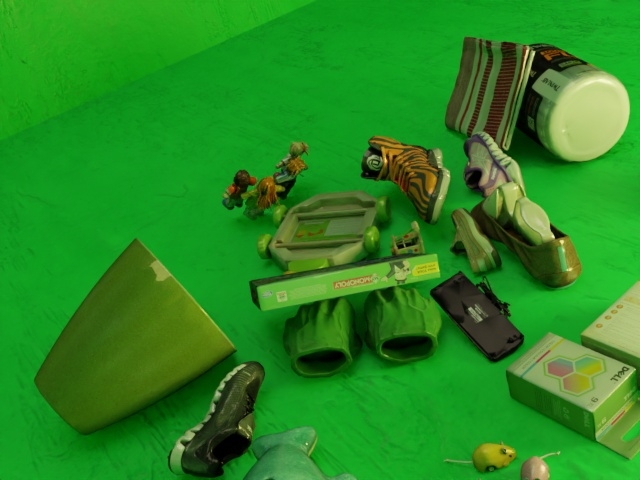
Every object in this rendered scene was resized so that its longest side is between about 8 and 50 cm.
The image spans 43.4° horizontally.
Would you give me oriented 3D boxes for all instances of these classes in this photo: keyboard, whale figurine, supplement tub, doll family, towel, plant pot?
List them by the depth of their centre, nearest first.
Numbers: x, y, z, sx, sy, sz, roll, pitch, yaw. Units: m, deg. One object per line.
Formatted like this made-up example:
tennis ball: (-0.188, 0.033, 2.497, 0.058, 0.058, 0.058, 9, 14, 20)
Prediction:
whale figurine: (-0.054, 0.346, 1.119, 0.216, 0.141, 0.272, -14, 30, 6)
keyboard: (0.281, 0.131, 1.397, 0.100, 0.038, 0.192, -30, 48, -9)
plant pot: (-0.349, 0.193, 1.433, 0.293, 0.275, 0.274, -42, 36, -11)
supplement tub: (0.534, -0.331, 1.854, 0.207, 0.207, 0.338, -20, 31, -6)
doll family: (-0.104, -0.135, 1.908, 0.263, 0.163, 0.118, -33, 78, -30)
towel: (0.390, -0.356, 1.909, 0.037, 0.237, 0.329, 7, 15, -16)

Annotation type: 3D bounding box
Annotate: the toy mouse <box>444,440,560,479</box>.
toy mouse: (0.257, 0.328, 1.101, 0.160, 0.031, 0.143, -14, 31, 5)

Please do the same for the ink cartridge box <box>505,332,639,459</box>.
ink cartridge box: (0.390, 0.221, 1.179, 0.109, 0.062, 0.209, -33, 35, -26)

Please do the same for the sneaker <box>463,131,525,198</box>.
sneaker: (0.358, -0.163, 1.791, 0.104, 0.095, 0.236, -26, 32, 0)

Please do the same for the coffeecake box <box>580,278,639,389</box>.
coffeecake box: (0.517, 0.142, 1.237, 0.185, 0.068, 0.142, -34, 35, -26)

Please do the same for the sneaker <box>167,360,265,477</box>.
sneaker: (-0.140, 0.296, 1.311, 0.106, 0.078, 0.234, 9, 43, 32)

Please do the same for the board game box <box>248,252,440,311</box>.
board game box: (0.035, 0.071, 1.467, 0.317, 0.046, 0.213, -10, 2, -8)

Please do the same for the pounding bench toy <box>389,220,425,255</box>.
pounding bench toy: (0.170, 0.005, 1.613, 0.065, 0.083, 0.052, -14, 31, 4)

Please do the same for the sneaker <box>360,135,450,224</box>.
sneaker: (0.175, -0.134, 1.747, 0.180, 0.125, 0.321, 13, 21, -4)

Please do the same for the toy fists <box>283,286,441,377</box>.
toy fists: (0.072, 0.157, 1.412, 0.279, 0.096, 0.142, -11, 38, 7)

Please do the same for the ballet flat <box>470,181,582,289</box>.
ballet flat: (0.381, -0.036, 1.537, 0.116, 0.124, 0.342, -19, 31, -4)

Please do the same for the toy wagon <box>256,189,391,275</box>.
toy wagon: (0.000, 0.000, 1.723, 0.267, 0.068, 0.344, -4, 34, 21)

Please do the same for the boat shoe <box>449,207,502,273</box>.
boat shoe: (0.286, 0.000, 1.588, 0.072, 0.068, 0.190, -28, 31, 3)
